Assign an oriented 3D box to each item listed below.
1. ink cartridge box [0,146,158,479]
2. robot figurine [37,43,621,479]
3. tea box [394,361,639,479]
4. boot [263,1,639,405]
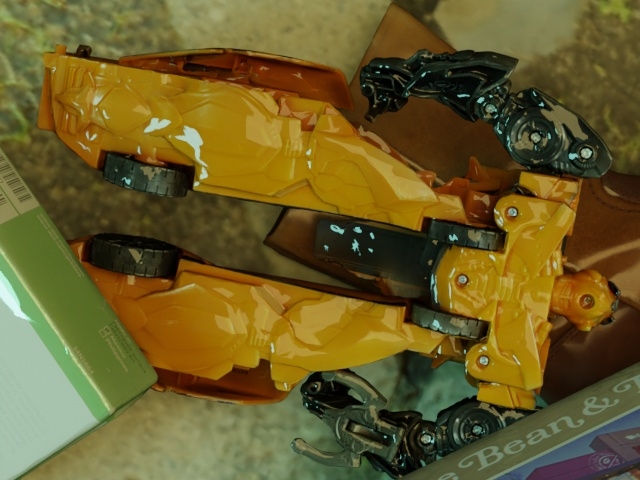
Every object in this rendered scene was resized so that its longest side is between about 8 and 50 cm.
[{"bbox_3d":[-0.218,0.062,0.835,0.235,0.056,0.171,-34,91,25],"label":"ink cartridge box"},{"bbox_3d":[0.000,0.000,0.843,0.291,0.085,0.211,12,97,5],"label":"robot figurine"},{"bbox_3d":[0.169,0.248,0.771,0.329,0.220,0.323,-25,115,-11],"label":"tea box"},{"bbox_3d":[0.148,-0.039,0.932,0.280,0.096,0.264,33,88,2],"label":"boot"}]
